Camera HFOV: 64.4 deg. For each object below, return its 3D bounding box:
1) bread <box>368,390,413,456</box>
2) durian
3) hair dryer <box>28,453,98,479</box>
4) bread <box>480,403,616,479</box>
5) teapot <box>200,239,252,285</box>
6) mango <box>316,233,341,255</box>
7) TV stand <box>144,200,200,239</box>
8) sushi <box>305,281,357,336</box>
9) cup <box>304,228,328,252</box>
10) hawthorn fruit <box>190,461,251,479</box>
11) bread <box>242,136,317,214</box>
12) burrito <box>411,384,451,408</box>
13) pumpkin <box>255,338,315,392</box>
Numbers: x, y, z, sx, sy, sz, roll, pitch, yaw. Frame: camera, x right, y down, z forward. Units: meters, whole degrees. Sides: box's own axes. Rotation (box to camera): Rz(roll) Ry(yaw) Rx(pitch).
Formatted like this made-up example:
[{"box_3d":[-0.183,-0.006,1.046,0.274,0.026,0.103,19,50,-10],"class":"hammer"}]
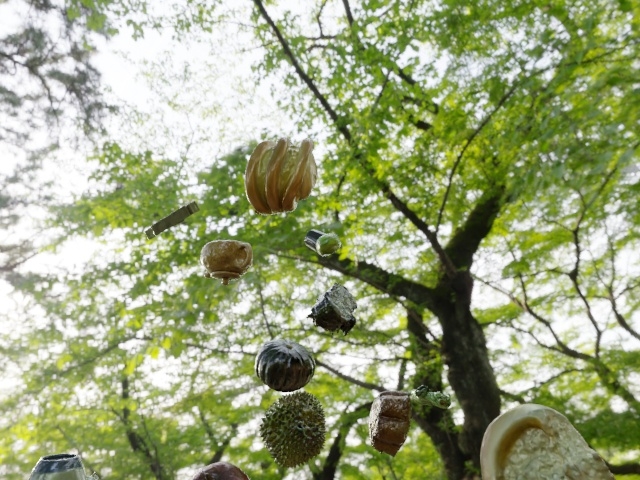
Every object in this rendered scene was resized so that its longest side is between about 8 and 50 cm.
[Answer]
[{"box_3d":[0.256,0.657,1.840,0.135,0.232,0.246,11,-29,-2],"class":"bread"},{"box_3d":[-0.100,0.710,1.917,0.291,0.291,0.224,-6,-13,-19],"class":"durian"},{"box_3d":[-0.450,0.547,0.889,0.119,0.295,0.298,2,-32,-7],"class":"hair dryer"},{"box_3d":[0.592,0.601,1.218,0.245,0.424,0.329,8,-52,-38],"class":"bread"},{"box_3d":[-0.365,0.095,2.012,0.203,0.166,0.311,16,-23,-42],"class":"teapot"},{"box_3d":[0.021,0.010,1.411,0.073,0.056,0.108,-25,-6,7],"class":"mango"},{"box_3d":[-0.463,-0.057,1.557,0.249,0.036,0.042,-23,8,36],"class":"TV stand"},{"box_3d":[0.048,0.236,1.689,0.115,0.147,0.212,-48,4,18],"class":"sushi"},{"box_3d":[0.000,0.000,1.870,0.100,0.077,0.078,-18,-55,-45],"class":"cup"},{"box_3d":[-0.308,0.778,1.551,0.215,0.215,0.249,-14,-62,-5],"class":"hawthorn fruit"},{"box_3d":[-0.145,-0.254,1.864,0.270,0.315,0.211,-7,-37,35],"class":"bread"},{"box_3d":[0.389,0.569,1.857,0.104,0.054,0.288,31,-17,-4],"class":"burrito"},{"box_3d":[-0.126,0.444,1.817,0.221,0.220,0.161,3,-73,-30],"class":"pumpkin"}]
